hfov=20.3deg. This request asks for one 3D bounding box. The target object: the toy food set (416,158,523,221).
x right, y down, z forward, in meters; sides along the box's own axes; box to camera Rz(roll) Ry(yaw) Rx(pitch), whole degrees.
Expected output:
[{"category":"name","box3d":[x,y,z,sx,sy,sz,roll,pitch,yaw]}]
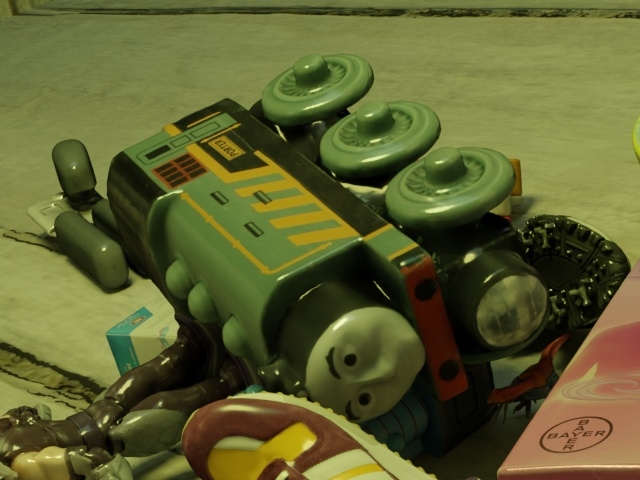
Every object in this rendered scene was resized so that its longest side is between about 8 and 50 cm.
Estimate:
[{"category":"toy food set","box3d":[0.064,-0.010,1.429,0.232,0.105,0.111,-3,0,-19]}]

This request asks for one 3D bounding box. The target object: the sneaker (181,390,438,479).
[{"category":"sneaker","box3d":[0.009,0.141,0.902,0.185,0.070,0.084,24,26,6]}]

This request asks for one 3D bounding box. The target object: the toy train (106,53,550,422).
[{"category":"toy train","box3d":[0.000,0.000,1.100,0.190,0.142,0.334,-28,33,-14]}]

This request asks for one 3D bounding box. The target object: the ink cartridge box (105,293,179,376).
[{"category":"ink cartridge box","box3d":[-0.083,0.072,1.329,0.122,0.052,0.088,-2,23,41]}]

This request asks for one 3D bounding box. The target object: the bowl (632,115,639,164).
[{"category":"bowl","box3d":[0.343,-0.024,1.072,0.289,0.156,0.289,-14,18,5]}]

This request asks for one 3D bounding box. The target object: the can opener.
[{"category":"can opener","box3d":[-0.221,-0.024,1.690,0.074,0.093,0.280,-21,23,-16]}]

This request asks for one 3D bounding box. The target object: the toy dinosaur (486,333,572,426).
[{"category":"toy dinosaur","box3d":[0.123,0.086,1.080,0.047,0.090,0.082,-1,-23,15]}]

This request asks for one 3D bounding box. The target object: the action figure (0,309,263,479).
[{"category":"action figure","box3d":[-0.130,0.124,1.162,0.285,0.099,0.185,-27,28,-19]}]

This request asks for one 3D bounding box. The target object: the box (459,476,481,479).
[{"category":"box","box3d":[-0.014,0.204,0.790,0.207,0.108,0.153,-13,19,9]}]

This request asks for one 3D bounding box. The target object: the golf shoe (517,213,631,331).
[{"category":"golf shoe","box3d":[0.169,0.021,1.171,0.094,0.077,0.198,-5,-3,-18]}]

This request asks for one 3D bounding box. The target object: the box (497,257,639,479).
[{"category":"box","box3d":[0.235,0.098,0.870,0.213,0.117,0.243,-6,20,30]}]

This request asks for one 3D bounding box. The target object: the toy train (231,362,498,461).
[{"category":"toy train","box3d":[0.022,0.106,1.100,0.105,0.080,0.184,11,32,44]}]
